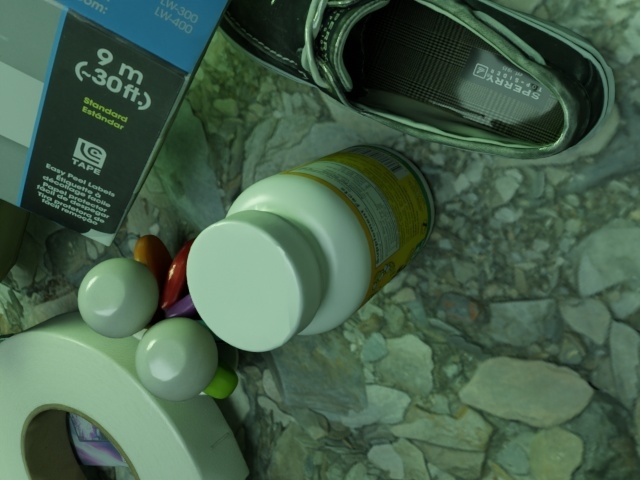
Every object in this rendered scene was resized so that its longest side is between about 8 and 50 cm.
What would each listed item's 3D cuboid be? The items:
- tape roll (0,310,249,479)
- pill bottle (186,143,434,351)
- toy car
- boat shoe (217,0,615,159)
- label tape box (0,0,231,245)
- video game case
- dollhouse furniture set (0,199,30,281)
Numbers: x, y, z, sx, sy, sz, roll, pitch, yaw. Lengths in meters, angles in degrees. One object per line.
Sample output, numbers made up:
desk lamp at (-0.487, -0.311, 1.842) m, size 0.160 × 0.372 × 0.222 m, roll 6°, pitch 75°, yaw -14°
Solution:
tape roll at (-0.265, 0.276, 0.766) m, size 0.392 × 0.072 × 0.391 m, roll 9°, pitch 111°, yaw 27°
pill bottle at (0.000, 0.000, 0.471) m, size 0.118 × 0.208 × 0.117 m, roll 9°, pitch 111°, yaw 26°
toy car at (-0.133, 0.069, 0.625) m, size 0.182 × 0.159 × 0.136 m, roll 44°, pitch 84°, yaw 11°
boat shoe at (0.040, -0.151, 0.451) m, size 0.335 × 0.119 × 0.121 m, roll 23°, pitch 116°, yaw 21°
label tape box at (-0.214, -0.169, 0.462) m, size 0.249 × 0.115 × 0.347 m, roll 27°, pitch 140°, yaw -15°
video game case at (-0.345, 0.212, 0.845) m, size 0.274 × 0.026 × 0.195 m, roll -11°, pitch 101°, yaw 30°
dollhouse furniture set at (-0.525, -0.094, 0.657) m, size 0.394 × 0.362 × 0.256 m, roll 26°, pitch 123°, yaw -13°
